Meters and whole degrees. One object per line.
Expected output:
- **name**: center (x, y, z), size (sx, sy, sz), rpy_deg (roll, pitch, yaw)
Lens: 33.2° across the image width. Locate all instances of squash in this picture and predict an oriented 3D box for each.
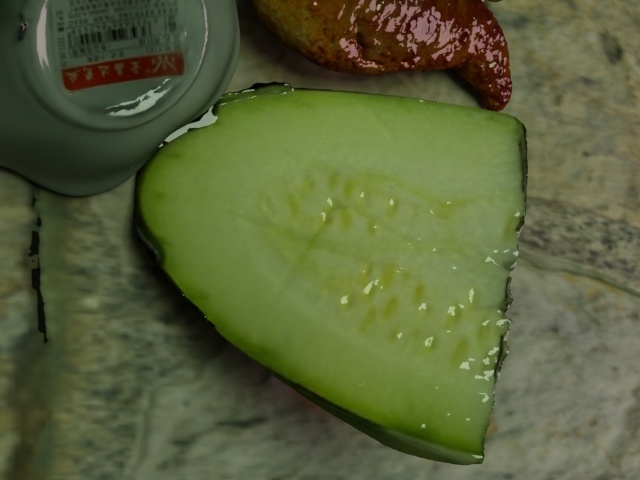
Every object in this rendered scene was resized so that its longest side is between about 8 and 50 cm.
- **squash**: center (0.000, 0.000, 0.663), size (0.155, 0.204, 0.237), rpy_deg (40, 52, -39)

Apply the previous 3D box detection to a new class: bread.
- **bread**: center (0.059, -0.185, 0.800), size (0.268, 0.095, 0.139), rpy_deg (5, 78, -35)

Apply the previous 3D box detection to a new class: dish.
- **dish**: center (-0.124, -0.122, 0.596), size (0.229, 0.081, 0.229), rpy_deg (-16, 120, -29)
